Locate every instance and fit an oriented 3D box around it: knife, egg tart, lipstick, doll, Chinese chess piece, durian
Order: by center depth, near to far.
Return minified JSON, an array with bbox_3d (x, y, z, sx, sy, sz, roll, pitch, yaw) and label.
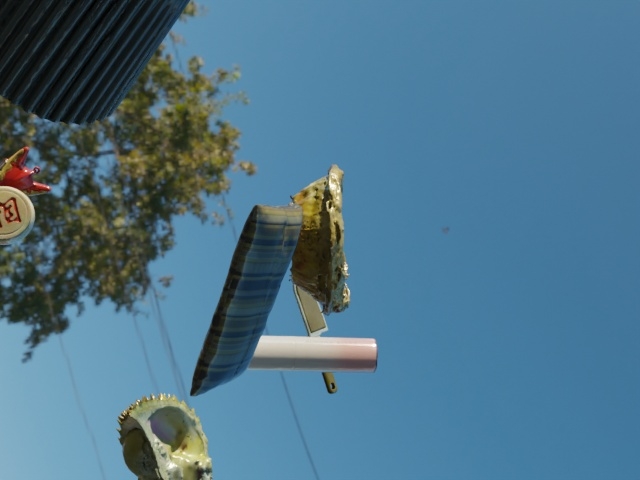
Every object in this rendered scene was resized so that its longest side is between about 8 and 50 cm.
[{"bbox_3d":[-0.001,0.001,1.114,0.212,0.090,0.213,179,-90,-88],"label":"egg tart"},{"bbox_3d":[-0.298,0.437,1.565,0.166,0.172,0.306,-172,-110,-72],"label":"durian"},{"bbox_3d":[-0.659,-0.052,1.649,0.051,0.122,0.122,159,-82,-71],"label":"Chinese chess piece"},{"bbox_3d":[-0.689,-0.126,1.738,0.057,0.169,0.109,-83,150,-69],"label":"doll"},{"bbox_3d":[-0.027,0.281,1.950,0.087,0.326,0.087,-177,-90,-82],"label":"lipstick"},{"bbox_3d":[-0.011,0.235,2.082,0.027,0.061,0.343,-20,-92,61],"label":"knife"}]

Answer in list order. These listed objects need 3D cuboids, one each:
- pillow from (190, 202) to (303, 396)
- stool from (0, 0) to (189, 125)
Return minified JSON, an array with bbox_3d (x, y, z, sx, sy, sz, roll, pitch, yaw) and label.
[{"bbox_3d":[-0.073,0.059,0.808,0.038,0.113,0.203,23,-79,19],"label":"pillow"},{"bbox_3d":[-0.368,-0.396,1.264,0.330,0.297,0.297,-37,-111,35],"label":"stool"}]
